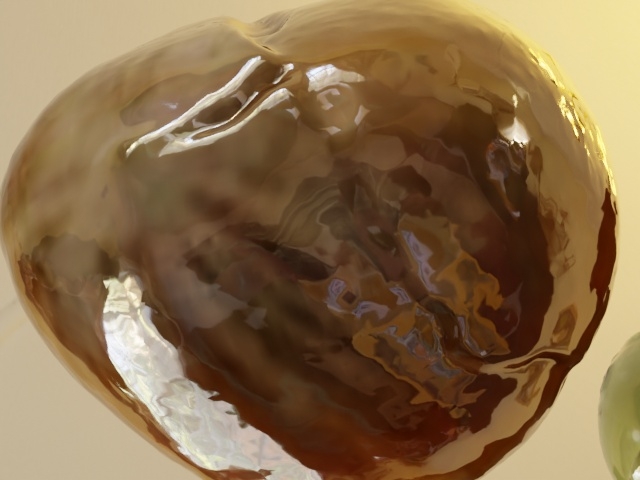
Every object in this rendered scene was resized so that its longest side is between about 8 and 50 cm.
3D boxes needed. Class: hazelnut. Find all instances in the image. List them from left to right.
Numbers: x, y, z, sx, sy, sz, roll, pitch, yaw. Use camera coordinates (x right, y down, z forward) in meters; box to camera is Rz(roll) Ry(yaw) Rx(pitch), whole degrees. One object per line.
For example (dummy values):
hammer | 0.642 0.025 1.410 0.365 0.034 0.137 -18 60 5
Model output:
hazelnut | 0.000 0.000 0.750 0.372 0.372 0.316 -13 -109 -2

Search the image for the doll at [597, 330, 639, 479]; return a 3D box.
doll | 0.306 0.095 0.904 0.260 0.161 0.177 -44 -27 -11
